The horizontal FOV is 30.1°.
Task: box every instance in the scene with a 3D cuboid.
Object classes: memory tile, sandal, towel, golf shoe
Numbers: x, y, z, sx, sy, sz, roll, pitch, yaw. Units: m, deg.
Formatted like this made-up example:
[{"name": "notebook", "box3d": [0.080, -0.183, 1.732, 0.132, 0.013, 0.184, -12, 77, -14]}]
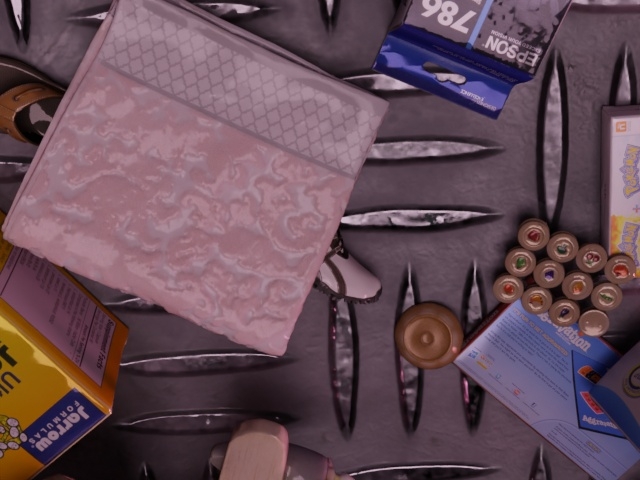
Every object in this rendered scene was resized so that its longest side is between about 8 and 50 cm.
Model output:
[{"name": "memory tile", "box3d": [0.285, 0.046, 1.392, 0.148, 0.012, 0.113, 21, 113, -3]}, {"name": "sandal", "box3d": [-0.312, -0.133, 1.302, 0.219, 0.060, 0.090, 27, 108, -13]}, {"name": "towel", "box3d": [-0.129, -0.077, 1.284, 0.332, 0.053, 0.317, 25, 92, -8]}, {"name": "golf shoe", "box3d": [0.000, 0.000, 1.363, 0.198, 0.077, 0.094, 31, 107, -15]}]

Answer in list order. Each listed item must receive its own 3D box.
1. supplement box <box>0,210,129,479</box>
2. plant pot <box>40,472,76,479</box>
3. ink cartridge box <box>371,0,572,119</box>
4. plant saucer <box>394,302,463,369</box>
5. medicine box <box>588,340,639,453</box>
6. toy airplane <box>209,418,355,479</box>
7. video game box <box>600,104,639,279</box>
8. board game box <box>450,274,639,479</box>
[{"name": "supplement box", "box3d": [-0.410, 0.085, 1.311, 0.195, 0.194, 0.356, -40, 108, 13]}, {"name": "plant pot", "box3d": [-0.267, 0.362, 1.264, 0.284, 0.284, 0.191, 30, 75, -13]}, {"name": "ink cartridge box", "box3d": [0.194, -0.295, 1.264, 0.165, 0.065, 0.332, 19, 110, -11]}, {"name": "plant saucer", "box3d": [0.130, 0.117, 1.435, 0.083, 0.015, 0.083, 2, 100, 11]}, {"name": "medicine box", "box3d": [0.493, 0.265, 1.366, 0.149, 0.263, 0.289, -45, 117, 7]}, {"name": "toy airplane", "box3d": [-0.080, 0.397, 1.447, 0.386, 0.272, 0.384, -22, 104, 45]}, {"name": "video game box", "box3d": [0.421, -0.061, 1.377, 0.187, 0.048, 0.205, -5, 112, 2]}, {"name": "board game box", "box3d": [0.309, 0.179, 1.476, 0.281, 0.027, 0.145, 40, 106, -16]}]
